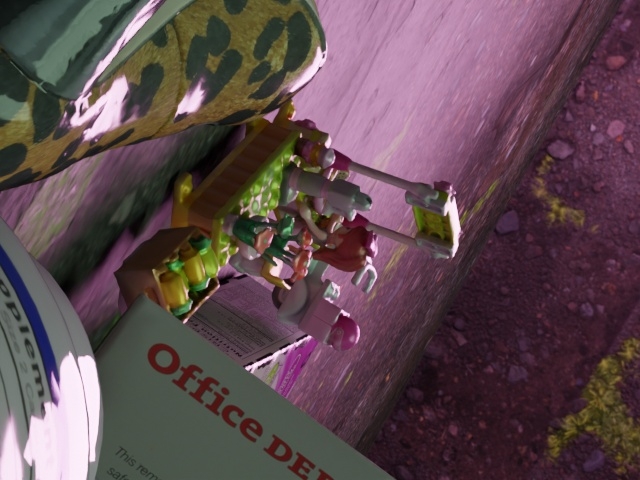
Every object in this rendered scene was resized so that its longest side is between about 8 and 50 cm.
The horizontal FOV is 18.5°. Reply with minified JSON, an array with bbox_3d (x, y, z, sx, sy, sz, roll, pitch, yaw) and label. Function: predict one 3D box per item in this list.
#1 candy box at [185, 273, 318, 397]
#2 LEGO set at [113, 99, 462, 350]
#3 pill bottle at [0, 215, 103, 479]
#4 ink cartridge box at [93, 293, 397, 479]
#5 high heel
[{"bbox_3d":[-0.084,0.111,1.164,0.159,0.071,0.233,-59,171,10],"label":"candy box"},{"bbox_3d":[0.000,0.000,1.045,0.287,0.107,0.132,8,102,-74],"label":"LEGO set"},{"bbox_3d":[-0.133,0.045,0.377,0.152,0.152,0.272,-59,172,5],"label":"pill bottle"},{"bbox_3d":[-0.098,0.182,0.909,0.233,0.171,0.168,-54,-177,-30],"label":"ink cartridge box"},{"bbox_3d":[-0.088,-0.051,0.630,0.186,0.093,0.261,-38,176,-12],"label":"high heel"}]
